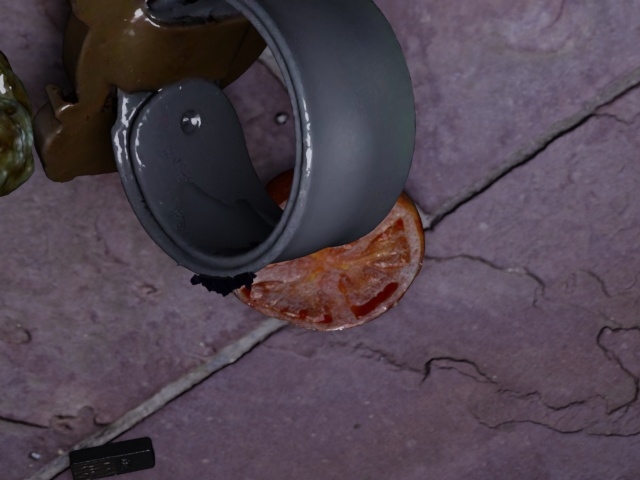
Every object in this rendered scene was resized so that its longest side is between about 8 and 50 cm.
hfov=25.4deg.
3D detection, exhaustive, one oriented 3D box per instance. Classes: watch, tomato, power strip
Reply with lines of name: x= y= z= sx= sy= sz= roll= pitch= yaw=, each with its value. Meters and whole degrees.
watch: x=-0.081 y=-0.113 z=1.371 sx=0.314 sy=0.327 sz=0.335 roll=-13 pitch=145 yaw=-44
tomato: x=0.000 y=0.000 z=1.656 sx=0.237 sy=0.095 sz=0.236 roll=-8 pitch=130 yaw=-9
power strip: x=-0.271 y=0.287 z=1.853 sx=0.111 sy=0.029 sz=0.038 roll=-11 pitch=127 yaw=-3

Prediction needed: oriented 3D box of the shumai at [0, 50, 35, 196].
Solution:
shumai: x=-0.423 y=-0.218 z=1.294 sx=0.395 sy=0.395 sz=0.348 roll=9 pitch=98 yaw=-17
